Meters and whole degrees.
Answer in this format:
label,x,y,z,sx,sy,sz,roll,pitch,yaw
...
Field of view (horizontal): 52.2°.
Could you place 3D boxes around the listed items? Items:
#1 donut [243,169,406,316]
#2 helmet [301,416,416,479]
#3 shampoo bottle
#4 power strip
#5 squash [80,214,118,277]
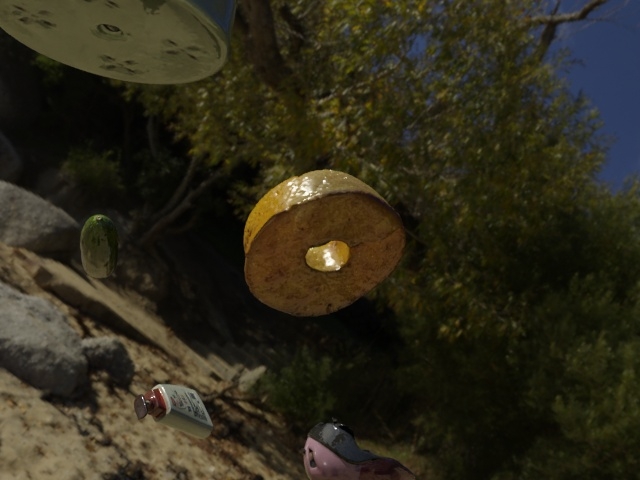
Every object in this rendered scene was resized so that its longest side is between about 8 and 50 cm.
label,x,y,z,sx,sy,sz,roll,pitch,yaw
donut,0.000,0.000,1.151,0.303,0.303,0.110,56,7,-49
helmet,0.070,0.518,1.473,0.253,0.154,0.198,42,-19,0
shampoo bottle,-0.410,0.455,1.764,0.153,0.071,0.284,55,9,30
power strip,-0.277,-0.359,0.925,0.358,0.161,0.357,6,-11,1
squash,-0.400,0.022,1.183,0.069,0.069,0.258,40,-26,0
